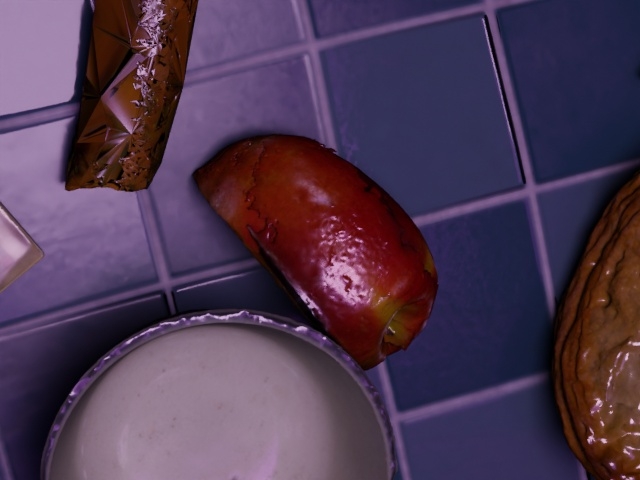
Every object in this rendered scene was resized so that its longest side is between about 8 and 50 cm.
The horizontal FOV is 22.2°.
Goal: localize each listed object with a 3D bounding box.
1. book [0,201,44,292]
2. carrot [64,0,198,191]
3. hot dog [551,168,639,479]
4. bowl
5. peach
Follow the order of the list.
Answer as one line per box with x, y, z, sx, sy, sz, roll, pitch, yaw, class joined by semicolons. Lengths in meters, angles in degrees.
-0.292;0.008;0.978;0.192;0.013;0.168;-41;106;-5;book
-0.105;-0.136;0.981;0.069;0.069;0.228;11;97;-16;carrot
0.254;0.046;1.077;0.175;0.114;0.259;18;91;-12;hot dog
-0.069;0.131;0.999;0.212;0.112;0.211;-3;102;-12;bowl
0.005;-0.004;1.014;0.092;0.127;0.172;-38;80;1;peach
